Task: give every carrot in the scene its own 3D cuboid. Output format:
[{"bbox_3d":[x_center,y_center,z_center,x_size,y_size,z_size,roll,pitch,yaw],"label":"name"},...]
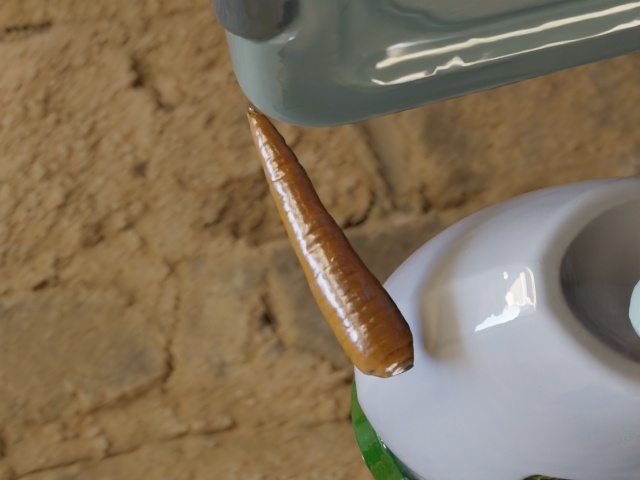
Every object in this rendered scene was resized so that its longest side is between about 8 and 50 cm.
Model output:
[{"bbox_3d":[0.000,0.000,1.321,0.048,0.048,0.216,-22,-105,-29],"label":"carrot"}]

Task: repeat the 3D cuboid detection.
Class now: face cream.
[{"bbox_3d":[0.178,0.086,1.459,0.312,0.357,0.219,0,-109,-20],"label":"face cream"}]

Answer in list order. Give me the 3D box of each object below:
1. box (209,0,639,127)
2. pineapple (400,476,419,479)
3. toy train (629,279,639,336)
[{"bbox_3d":[0.053,-0.102,0.334,0.172,0.124,0.093,-14,-119,-9],"label":"box"},{"bbox_3d":[0.004,0.168,0.769,0.221,0.083,0.103,-27,-62,-63],"label":"pineapple"},{"bbox_3d":[0.386,0.070,1.156,0.407,0.088,0.086,11,-103,12],"label":"toy train"}]
